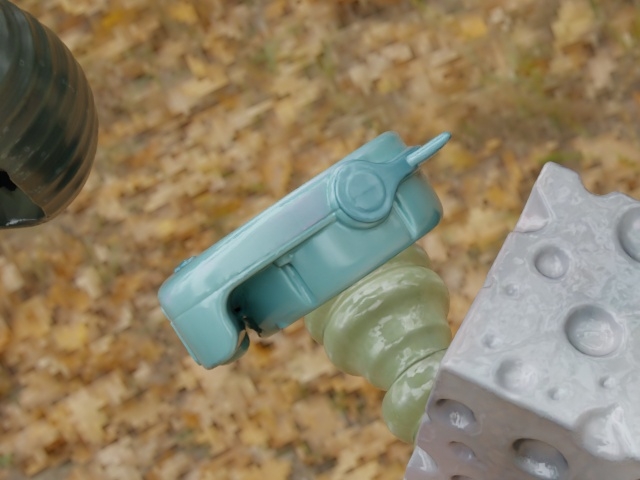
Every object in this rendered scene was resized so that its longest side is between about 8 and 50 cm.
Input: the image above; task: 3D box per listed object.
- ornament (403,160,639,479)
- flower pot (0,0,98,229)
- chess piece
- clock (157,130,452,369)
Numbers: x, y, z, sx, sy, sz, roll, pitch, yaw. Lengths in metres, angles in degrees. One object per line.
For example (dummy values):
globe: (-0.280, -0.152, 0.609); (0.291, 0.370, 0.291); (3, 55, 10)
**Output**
ornament: (0.237, 0.127, 1.604); (0.239, 0.240, 0.240); (25, 57, 9)
flower pot: (-0.288, -0.109, 1.547); (0.189, 0.243, 0.157); (-3, 63, 22)
chess piece: (0.105, 0.136, 1.802); (0.144, 0.144, 0.251); (-29, 56, -8)
clock: (0.000, 0.000, 1.529); (0.274, 0.094, 0.223); (-32, 1, 4)
